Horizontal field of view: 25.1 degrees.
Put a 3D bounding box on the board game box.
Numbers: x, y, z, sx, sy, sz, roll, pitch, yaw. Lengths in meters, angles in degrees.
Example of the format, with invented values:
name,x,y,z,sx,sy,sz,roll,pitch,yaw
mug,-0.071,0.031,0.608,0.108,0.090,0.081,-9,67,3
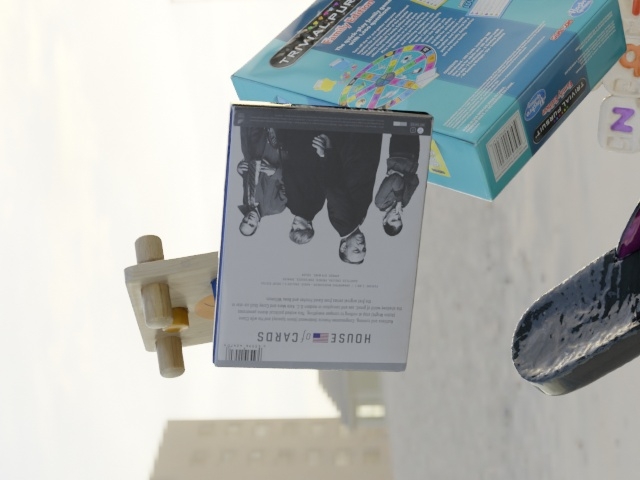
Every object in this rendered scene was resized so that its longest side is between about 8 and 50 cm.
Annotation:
name,x,y,z,sx,sy,sz,roll,pitch,yaw
board game box,0.112,-0.186,1.523,0.254,0.336,0.079,-46,-45,-27

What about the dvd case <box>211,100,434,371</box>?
name,x,y,z,sx,sy,sz,roll,pitch,yaw
dvd case,0.000,0.000,1.271,0.029,0.179,0.239,-119,33,-71

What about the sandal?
name,x,y,z,sx,sy,sz,roll,pitch,yaw
sandal,0.369,0.007,1.494,0.107,0.446,0.167,39,-156,-29

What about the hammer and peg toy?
name,x,y,z,sx,sy,sz,roll,pitch,yaw
hammer and peg toy,-0.072,0.062,1.922,0.266,0.361,0.127,88,172,-64

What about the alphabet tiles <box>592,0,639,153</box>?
name,x,y,z,sx,sy,sz,roll,pitch,yaw
alphabet tiles,0.407,-0.223,1.603,0.021,0.284,0.278,-51,-34,-59
